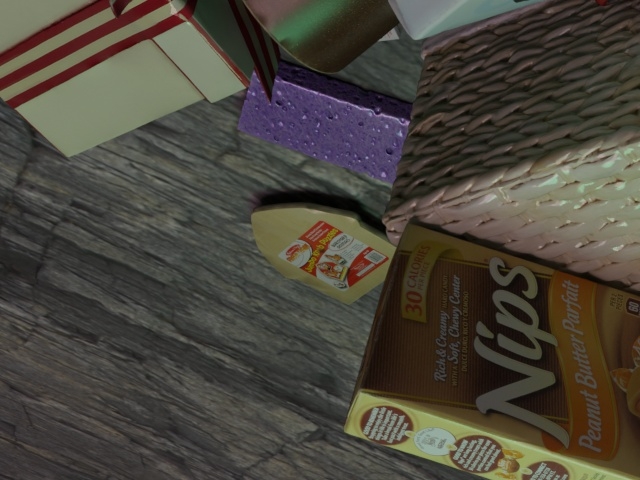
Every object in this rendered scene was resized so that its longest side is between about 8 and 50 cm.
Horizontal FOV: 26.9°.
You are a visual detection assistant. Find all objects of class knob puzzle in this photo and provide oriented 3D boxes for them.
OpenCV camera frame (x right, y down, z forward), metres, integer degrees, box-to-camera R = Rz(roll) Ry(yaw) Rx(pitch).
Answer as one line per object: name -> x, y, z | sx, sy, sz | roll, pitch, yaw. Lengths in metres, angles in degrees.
knob puzzle -> 0.000, 0.000, 1.710 | 0.213, 0.030, 0.213 | 13, 147, 8

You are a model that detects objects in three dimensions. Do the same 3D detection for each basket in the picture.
basket -> 0.290, -0.062, 1.272 | 0.331, 0.266, 0.328 | -18, 132, 40

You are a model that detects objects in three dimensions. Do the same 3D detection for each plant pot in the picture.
plant pot -> 0.053, -0.291, 1.130 | 0.230, 0.215, 0.215 | -28, 128, 26

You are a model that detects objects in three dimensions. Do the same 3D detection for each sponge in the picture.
sponge -> 0.016, -0.133, 1.508 | 0.210, 0.031, 0.117 | 19, 147, -1

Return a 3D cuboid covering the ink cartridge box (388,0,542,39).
ink cartridge box -> 0.259, -0.289, 0.930 | 0.385, 0.308, 0.091 | -30, 84, 48

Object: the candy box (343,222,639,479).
candy box -> 0.196, 0.122, 1.172 | 0.316, 0.183, 0.087 | 18, 145, 0

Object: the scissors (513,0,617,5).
scissors -> 0.228, -0.211, 1.012 | 0.109, 0.297, 0.021 | -27, 86, 27

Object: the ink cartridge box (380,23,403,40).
ink cartridge box -> 0.053, -0.227, 1.354 | 0.083, 0.028, 0.048 | -3, 142, 28

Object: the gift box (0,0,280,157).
gift box -> -0.181, -0.235, 1.218 | 0.258, 0.276, 0.255 | -20, 137, 29
